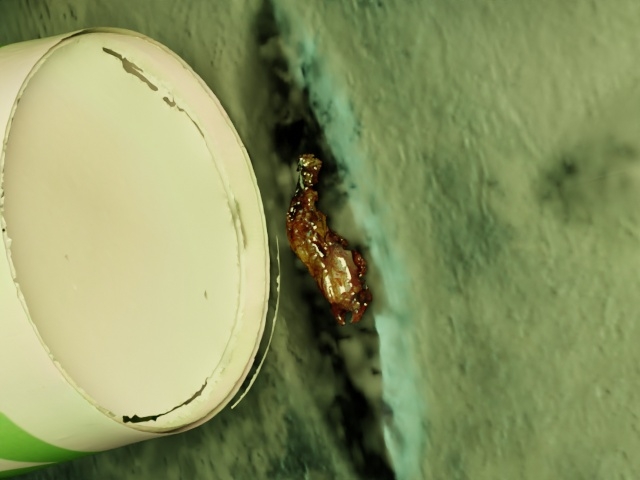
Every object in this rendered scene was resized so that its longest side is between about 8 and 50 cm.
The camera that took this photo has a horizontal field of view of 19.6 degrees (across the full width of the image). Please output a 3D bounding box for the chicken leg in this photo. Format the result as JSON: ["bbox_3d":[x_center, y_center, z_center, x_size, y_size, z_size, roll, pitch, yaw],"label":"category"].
[{"bbox_3d":[0.000,0.002,0.874,0.036,0.021,0.083,-35,72,50],"label":"chicken leg"}]

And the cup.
[{"bbox_3d":[-0.184,0.014,0.903,0.274,0.253,0.253,-13,91,33],"label":"cup"}]
